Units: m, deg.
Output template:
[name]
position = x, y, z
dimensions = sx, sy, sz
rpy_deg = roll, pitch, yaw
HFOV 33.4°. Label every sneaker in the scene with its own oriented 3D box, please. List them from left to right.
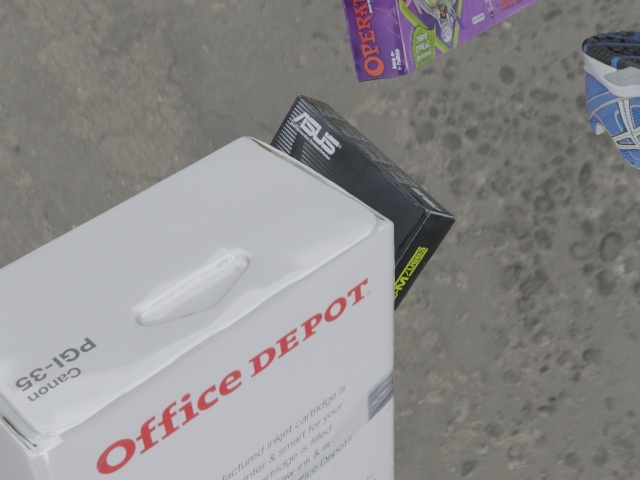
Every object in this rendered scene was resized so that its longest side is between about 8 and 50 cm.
[sneaker]
position = 0.268, -0.086, 0.776
dimensions = 0.080, 0.081, 0.211
rpy_deg = -13, 32, -18

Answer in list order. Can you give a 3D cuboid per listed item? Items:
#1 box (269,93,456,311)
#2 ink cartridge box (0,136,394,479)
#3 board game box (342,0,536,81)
[box]
position = 0.000, 0.000, 0.916
dimensions = 0.190, 0.045, 0.184
rpy_deg = 47, 116, 37
[ink cartridge box]
position = -0.066, 0.114, 0.584
dimensions = 0.207, 0.283, 0.117
rpy_deg = -32, 48, -29
[board game box]
position = 0.097, -0.266, 0.865
dimensions = 0.056, 0.347, 0.208
rpy_deg = -8, 105, 29
